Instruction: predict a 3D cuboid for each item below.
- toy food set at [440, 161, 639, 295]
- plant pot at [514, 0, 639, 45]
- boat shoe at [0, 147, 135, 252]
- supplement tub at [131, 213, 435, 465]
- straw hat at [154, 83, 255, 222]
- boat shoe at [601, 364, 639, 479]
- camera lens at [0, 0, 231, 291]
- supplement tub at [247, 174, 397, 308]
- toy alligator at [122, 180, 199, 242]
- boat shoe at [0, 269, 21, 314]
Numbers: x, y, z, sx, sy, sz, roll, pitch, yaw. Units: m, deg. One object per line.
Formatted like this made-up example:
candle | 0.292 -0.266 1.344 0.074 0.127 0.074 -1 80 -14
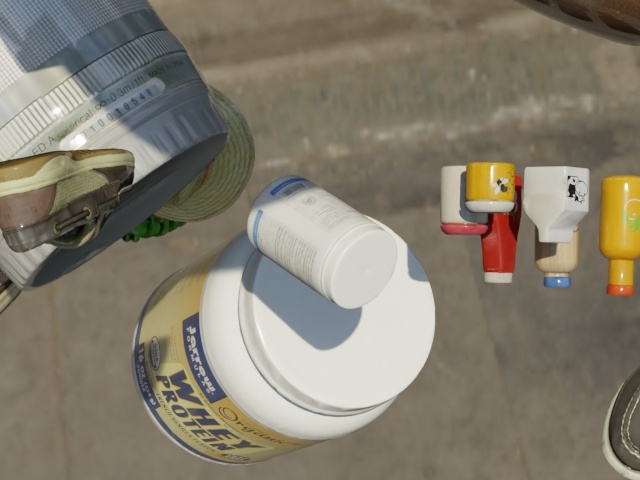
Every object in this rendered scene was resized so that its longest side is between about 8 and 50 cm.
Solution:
toy food set | 0.179 -0.007 1.522 0.111 0.232 0.104 1 89 38
plant pot | 0.174 -0.263 1.359 0.230 0.215 0.215 1 40 -40
boat shoe | -0.132 -0.020 0.914 0.056 0.152 0.049 -7 93 16
supplement tub | -0.041 0.099 1.837 0.228 0.316 0.228 7 73 -24
straw hat | -0.128 -0.064 1.550 0.144 0.144 0.061 6 31 12
boat shoe | 0.317 0.113 1.532 0.081 0.068 0.228 41 54 10
camera lens | -0.227 -0.128 1.353 0.219 0.219 0.274 -37 86 -21
supplement tub | 0.000 0.000 1.403 0.071 0.071 0.107 -37 47 -21
toy alligator | -0.165 -0.022 1.664 0.056 0.051 0.190 2 22 41
boat shoe | -0.290 -0.043 1.713 0.132 0.130 0.355 45 108 18
